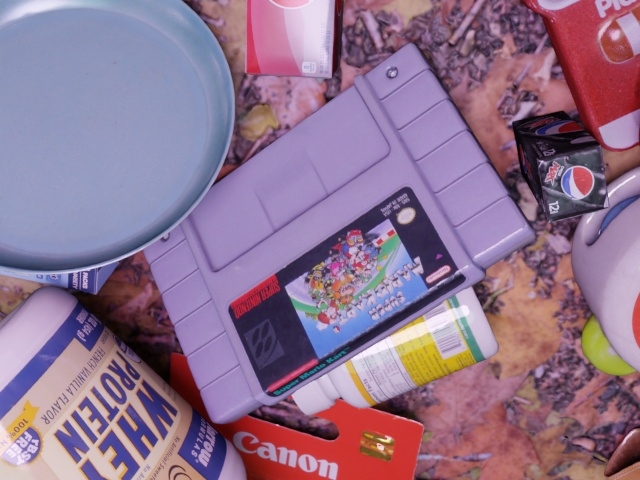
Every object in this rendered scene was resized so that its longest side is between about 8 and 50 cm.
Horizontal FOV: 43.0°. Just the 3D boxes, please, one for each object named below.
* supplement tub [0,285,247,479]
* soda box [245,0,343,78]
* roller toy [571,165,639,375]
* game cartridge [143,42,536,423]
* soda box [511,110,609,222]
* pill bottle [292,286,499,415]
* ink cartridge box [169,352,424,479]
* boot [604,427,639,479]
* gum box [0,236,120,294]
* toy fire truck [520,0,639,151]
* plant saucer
[{"bbox_3d":[-0.211,0.222,0.738,0.228,0.228,0.316,-40,104,17],"label":"supplement tub"},{"bbox_3d":[-0.020,-0.284,0.731,0.083,0.092,0.263,4,110,6],"label":"soda box"},{"bbox_3d":[0.347,0.024,0.769,0.209,0.146,0.191,-5,118,2],"label":"roller toy"},{"bbox_3d":[0.000,0.000,0.785,0.355,0.068,0.230,-34,62,16],"label":"game cartridge"},{"bbox_3d":[0.214,-0.073,0.737,0.053,0.169,0.060,-12,107,9],"label":"soda box"},{"bbox_3d":[0.066,0.102,0.835,0.208,0.117,0.118,-25,105,9],"label":"pill bottle"},{"bbox_3d":[-0.066,0.349,0.929,0.308,0.091,0.385,14,112,13],"label":"ink cartridge box"},{"bbox_3d":[0.406,0.313,0.880,0.220,0.109,0.283,27,108,-5],"label":"boot"},{"bbox_3d":[-0.286,-0.017,0.818,0.184,0.157,0.041,11,116,2],"label":"gum box"},{"bbox_3d":[0.330,-0.205,0.658,0.302,0.169,0.254,-25,116,13],"label":"toy fire truck"},{"bbox_3d":[-0.238,-0.114,0.761,0.317,0.044,0.318,1,70,-3],"label":"plant saucer"}]
